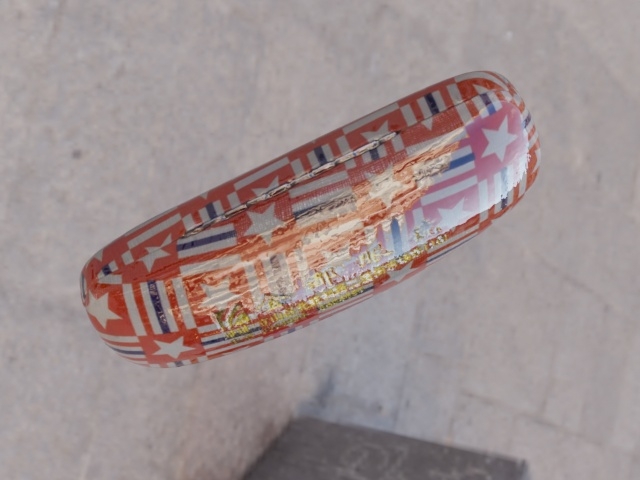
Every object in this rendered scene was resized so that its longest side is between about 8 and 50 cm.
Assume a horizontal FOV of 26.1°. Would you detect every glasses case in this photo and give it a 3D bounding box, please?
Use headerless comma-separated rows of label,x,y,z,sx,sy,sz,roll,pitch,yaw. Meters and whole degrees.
glasses case,0.000,0.000,0.558,0.073,0.194,0.049,60,5,-50
